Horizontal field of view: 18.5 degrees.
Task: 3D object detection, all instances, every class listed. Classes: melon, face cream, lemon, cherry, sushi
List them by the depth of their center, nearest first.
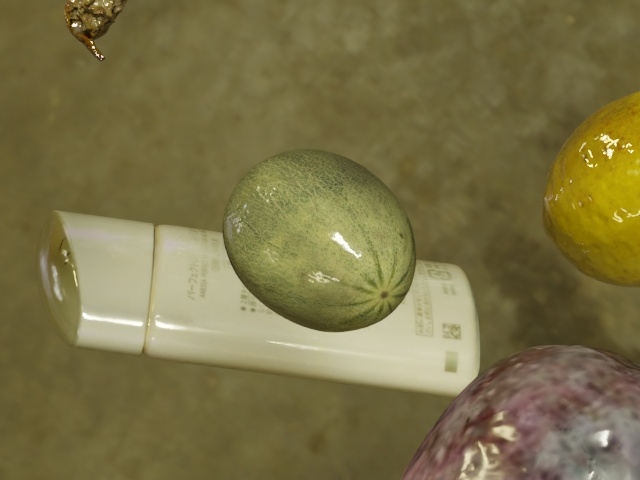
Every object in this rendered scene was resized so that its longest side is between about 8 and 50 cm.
[{"bbox_3d":[0.110,0.146,0.861,0.195,0.195,0.195,-13,63,27],"label":"cherry"},{"bbox_3d":[0.000,0.000,1.104,0.098,0.098,0.130,-54,38,0],"label":"melon"},{"bbox_3d":[-0.053,0.049,1.558,0.173,0.348,0.081,-98,18,-63],"label":"face cream"},{"bbox_3d":[-0.170,-0.208,1.570,0.120,0.052,0.055,-62,20,5],"label":"sushi"},{"bbox_3d":[0.290,-0.049,1.689,0.207,0.170,0.170,-31,56,29],"label":"lemon"}]
